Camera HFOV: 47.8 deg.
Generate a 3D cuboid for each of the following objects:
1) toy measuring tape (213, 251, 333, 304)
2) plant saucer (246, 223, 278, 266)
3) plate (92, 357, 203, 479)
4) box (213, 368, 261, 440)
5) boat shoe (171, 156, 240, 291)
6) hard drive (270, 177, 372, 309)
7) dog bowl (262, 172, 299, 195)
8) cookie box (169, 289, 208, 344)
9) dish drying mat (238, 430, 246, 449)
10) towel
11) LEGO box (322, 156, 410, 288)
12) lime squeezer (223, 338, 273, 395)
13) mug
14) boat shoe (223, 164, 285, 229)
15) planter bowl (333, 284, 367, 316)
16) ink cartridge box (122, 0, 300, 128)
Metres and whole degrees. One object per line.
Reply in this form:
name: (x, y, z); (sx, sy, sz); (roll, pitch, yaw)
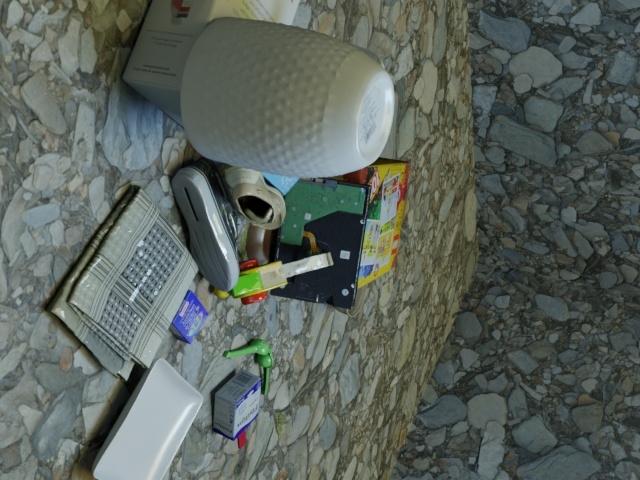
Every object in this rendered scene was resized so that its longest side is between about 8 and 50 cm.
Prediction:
toy measuring tape: (-0.129, 0.090, 1.874); (0.330, 0.121, 0.122); (-16, 120, -29)
plant saucer: (-0.135, -0.014, 1.985); (0.198, 0.036, 0.199); (-41, 137, -54)
plate: (-0.389, 0.427, 1.626); (0.278, 0.045, 0.277); (-63, 154, -23)
box: (-0.224, 0.444, 1.952); (0.126, 0.072, 0.137); (-39, 143, -53)
boat shoe: (-0.235, -0.035, 1.659); (0.119, 0.121, 0.335); (-47, 140, -41)
hard drive: (0.000, 0.000, 1.952); (0.064, 0.236, 0.339); (-44, 141, -75)
dog bowl: (-0.155, -0.194, 1.722); (0.074, 0.165, 0.297); (-61, 153, -7)
cookie box: (-0.315, 0.175, 1.684); (0.092, 0.040, 0.107); (-63, 152, -28)
dish drying mat: (-0.229, 0.565, 2.094); (0.032, 0.008, 0.083); (-42, 139, -50)
towel: (-0.384, 0.099, 1.487); (0.324, 0.056, 0.312); (-63, 152, -27)
LEGO box: (0.097, -0.066, 2.224); (0.500, 0.193, 0.373); (-20, 119, -66)
lime squeezer: (-0.174, 0.345, 2.049); (0.110, 0.058, 0.310); (-66, 154, -24)
mug: (-0.022, -0.280, 1.366); (0.374, 0.327, 0.276); (-50, 146, -42)
boat shoe: (-0.147, -0.079, 1.678); (0.302, 0.109, 0.098); (65, 12, -66)
planter bowl: (0.076, 0.166, 2.431); (0.162, 0.109, 0.162); (-40, 137, -54)
ink cartridge box: (-0.205, -0.430, 1.484); (0.279, 0.160, 0.385); (37, 69, -63)
